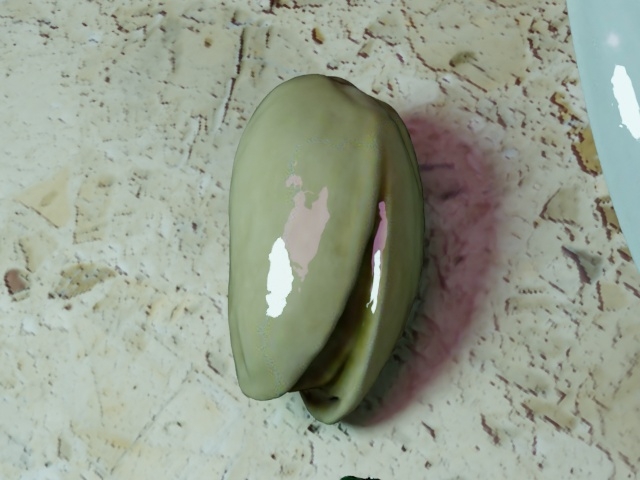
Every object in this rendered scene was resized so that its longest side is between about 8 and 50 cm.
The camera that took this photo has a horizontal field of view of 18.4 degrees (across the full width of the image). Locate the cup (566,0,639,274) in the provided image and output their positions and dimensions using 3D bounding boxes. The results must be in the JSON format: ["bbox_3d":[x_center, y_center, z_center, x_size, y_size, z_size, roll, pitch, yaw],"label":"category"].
[{"bbox_3d":[0.250,-0.118,1.076,0.163,0.347,0.347,-12,54,-4],"label":"cup"}]

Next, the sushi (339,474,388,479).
[{"bbox_3d":[0.031,0.237,1.045,0.124,0.127,0.225,-11,54,16],"label":"sushi"}]

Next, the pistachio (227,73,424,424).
[{"bbox_3d":[0.000,0.000,1.217,0.136,0.136,0.226,-3,66,21],"label":"pistachio"}]
